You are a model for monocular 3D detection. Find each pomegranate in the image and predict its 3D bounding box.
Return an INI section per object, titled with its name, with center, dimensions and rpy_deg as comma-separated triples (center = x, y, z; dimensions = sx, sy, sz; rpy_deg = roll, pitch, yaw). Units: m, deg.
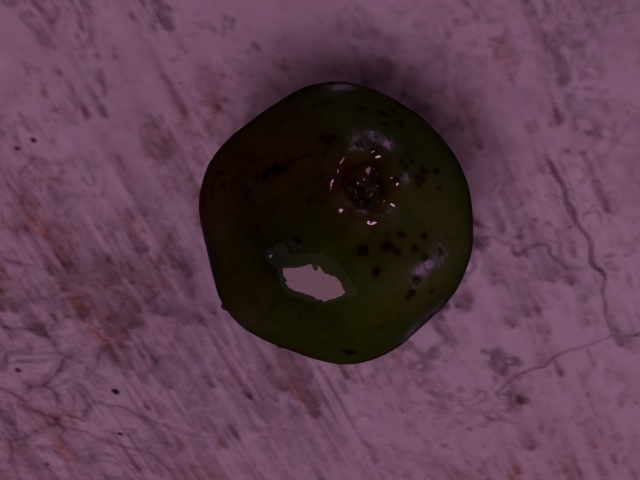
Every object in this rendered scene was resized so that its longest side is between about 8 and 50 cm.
[pomegranate]
center = 0.000, 0.000, 1.000
dimensions = 0.181, 0.181, 0.224
rpy_deg = 28, 153, -9
